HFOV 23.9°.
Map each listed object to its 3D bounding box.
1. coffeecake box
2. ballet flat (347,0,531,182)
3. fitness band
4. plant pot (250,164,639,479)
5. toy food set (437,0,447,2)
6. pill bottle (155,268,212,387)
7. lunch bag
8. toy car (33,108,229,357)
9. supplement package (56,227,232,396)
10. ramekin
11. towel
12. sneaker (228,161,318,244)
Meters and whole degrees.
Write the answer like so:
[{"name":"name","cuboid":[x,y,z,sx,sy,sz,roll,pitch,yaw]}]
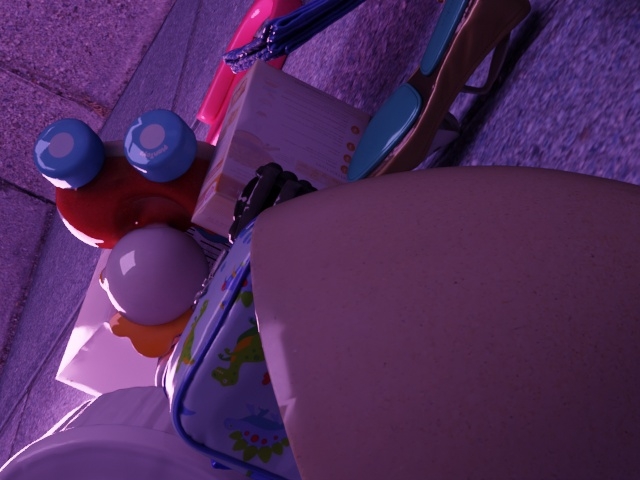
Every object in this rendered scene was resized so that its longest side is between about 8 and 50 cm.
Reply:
[{"name":"coffeecake box","cuboid":[-0.040,-0.078,1.601,0.068,0.142,0.185,-44,25,52]},{"name":"ballet flat","cuboid":[0.108,-0.128,1.327,0.232,0.073,0.080,-59,23,21]},{"name":"fitness band","cuboid":[-0.110,-0.247,2.281,0.291,0.054,0.209,-67,18,-6]},{"name":"plant pot","cuboid":[0.114,0.078,0.709,0.191,0.284,0.284,-24,28,12]},{"name":"toy food set","cuboid":[0.138,-0.275,1.544,0.078,0.019,0.122,-58,11,29]},{"name":"pill bottle","cuboid":[-0.131,0.109,1.700,0.094,0.094,0.169,-55,19,32]},{"name":"lunch bag","cuboid":[0.013,0.092,1.021,0.176,0.219,0.090,-63,15,9]},{"name":"toy car","cuboid":[-0.197,0.012,1.653,0.219,0.210,0.238,53,-143,-62]},{"name":"supplement package","cuboid":[-0.204,0.081,1.878,0.194,0.149,0.203,-44,26,52]},{"name":"ramekin","cuboid":[-0.131,0.241,1.210,0.273,0.273,0.127,-57,4,27]},{"name":"towel","cuboid":[0.010,-0.277,1.724,0.243,0.040,0.336,-35,9,-9]},{"name":"sneaker","cuboid":[0.000,0.000,1.346,0.104,0.147,0.296,-64,17,-3]}]
